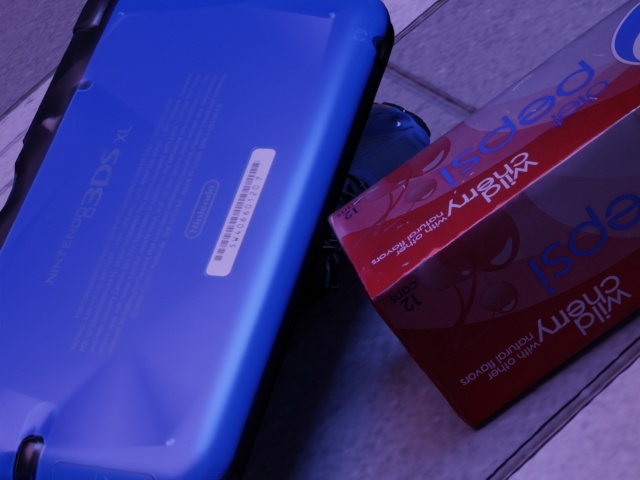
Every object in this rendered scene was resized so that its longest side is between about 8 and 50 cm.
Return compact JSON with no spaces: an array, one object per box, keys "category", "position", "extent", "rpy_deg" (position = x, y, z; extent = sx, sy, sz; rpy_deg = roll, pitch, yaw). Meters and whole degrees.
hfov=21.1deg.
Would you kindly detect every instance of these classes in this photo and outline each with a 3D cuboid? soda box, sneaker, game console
[{"category":"soda box","position":[0.138,-0.040,0.741],"extent":[0.263,0.083,0.092],"rpy_deg":[-36,27,5]},{"category":"sneaker","position":[0.000,0.000,0.885],"extent":[0.162,0.063,0.073],"rpy_deg":[-45,37,5]},{"category":"game console","position":[-0.094,0.030,0.875],"extent":[0.250,0.173,0.293],"rpy_deg":[4,56,24]}]
